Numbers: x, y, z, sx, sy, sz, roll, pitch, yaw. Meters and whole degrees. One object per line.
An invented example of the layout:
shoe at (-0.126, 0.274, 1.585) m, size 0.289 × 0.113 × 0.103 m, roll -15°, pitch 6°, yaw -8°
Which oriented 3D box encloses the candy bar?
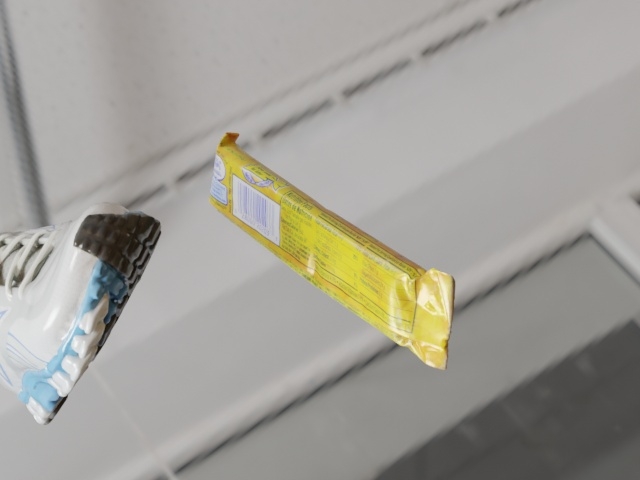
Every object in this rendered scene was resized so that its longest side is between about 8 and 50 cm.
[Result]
candy bar at (0.000, 0.000, 0.732) m, size 0.018 × 0.161 × 0.040 m, roll -15°, pitch -58°, yaw -32°

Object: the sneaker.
sneaker at (-0.125, 0.022, 0.749) m, size 0.071 × 0.083 × 0.190 m, roll -60°, pitch 6°, yaw -27°
